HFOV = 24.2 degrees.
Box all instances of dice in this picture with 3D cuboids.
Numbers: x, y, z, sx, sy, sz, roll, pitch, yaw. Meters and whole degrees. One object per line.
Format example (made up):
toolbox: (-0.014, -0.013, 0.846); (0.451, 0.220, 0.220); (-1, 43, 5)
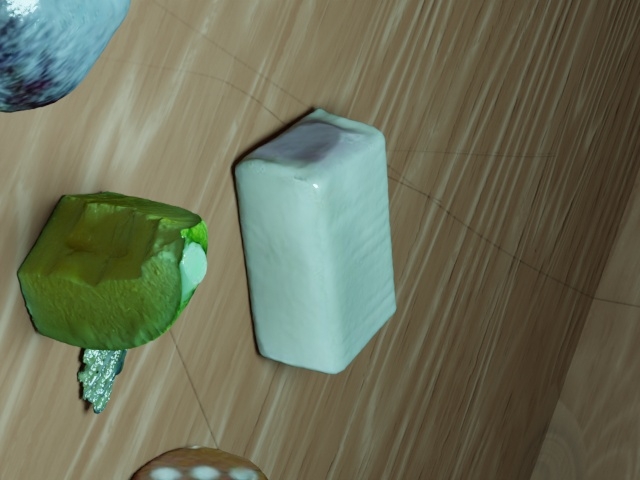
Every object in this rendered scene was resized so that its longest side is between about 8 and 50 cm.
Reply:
dice: (-0.167, 0.403, 2.073); (0.174, 0.179, 0.175); (-20, 124, -54)

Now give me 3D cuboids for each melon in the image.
melon: (-0.213, 0.032, 1.701); (0.124, 0.323, 0.196); (31, 74, -38)

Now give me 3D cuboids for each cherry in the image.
cherry: (-0.307, -0.257, 1.477); (0.255, 0.218, 0.296); (-64, 167, 1)

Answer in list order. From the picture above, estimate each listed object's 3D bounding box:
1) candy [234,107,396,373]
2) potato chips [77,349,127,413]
candy: (0.000, 0.002, 2.180); (0.208, 0.145, 0.359); (-41, 138, -42)
potato chips: (-0.266, 0.116, 1.919); (0.092, 0.028, 0.208); (47, 63, -54)
